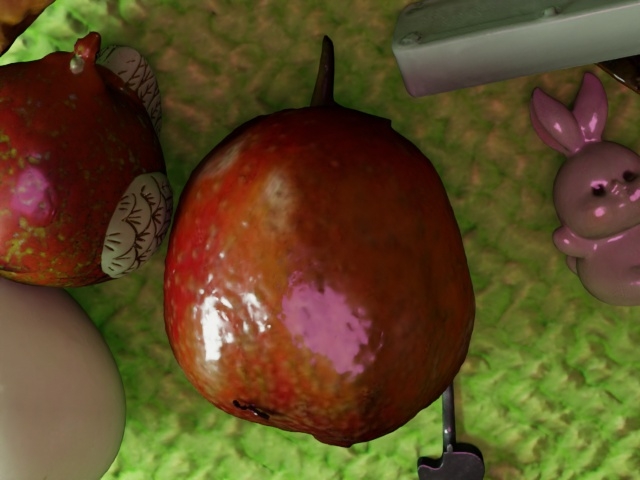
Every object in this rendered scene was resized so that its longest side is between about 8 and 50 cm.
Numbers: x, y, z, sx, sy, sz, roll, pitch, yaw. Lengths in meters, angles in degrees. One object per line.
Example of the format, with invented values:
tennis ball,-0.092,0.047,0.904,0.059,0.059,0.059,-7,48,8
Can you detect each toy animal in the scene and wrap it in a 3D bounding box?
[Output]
toy animal,0.261,-0.047,1.531,0.124,0.124,0.212,-21,110,7

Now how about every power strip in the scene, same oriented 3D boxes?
power strip,0.255,-0.203,1.454,0.385,0.091,0.062,-10,124,16

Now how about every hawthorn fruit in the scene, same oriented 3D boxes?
hawthorn fruit,0.000,0.000,1.485,0.284,0.285,0.369,-1,88,1

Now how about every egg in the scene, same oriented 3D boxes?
egg,-0.346,0.132,1.511,0.345,0.283,0.283,14,108,-15

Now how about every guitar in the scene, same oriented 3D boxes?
guitar,0.131,0.207,1.660,0.088,0.025,0.233,-2,108,3

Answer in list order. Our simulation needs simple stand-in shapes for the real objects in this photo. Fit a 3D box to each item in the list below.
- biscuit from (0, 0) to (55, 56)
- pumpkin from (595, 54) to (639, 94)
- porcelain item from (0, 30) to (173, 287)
biscuit,-0.308,-0.395,1.387,0.342,0.166,0.395,-41,105,18
pumpkin,0.378,-0.166,1.496,0.278,0.111,0.163,32,101,-8
porcelain item,-0.232,-0.084,1.456,0.253,0.253,0.253,0,108,1
